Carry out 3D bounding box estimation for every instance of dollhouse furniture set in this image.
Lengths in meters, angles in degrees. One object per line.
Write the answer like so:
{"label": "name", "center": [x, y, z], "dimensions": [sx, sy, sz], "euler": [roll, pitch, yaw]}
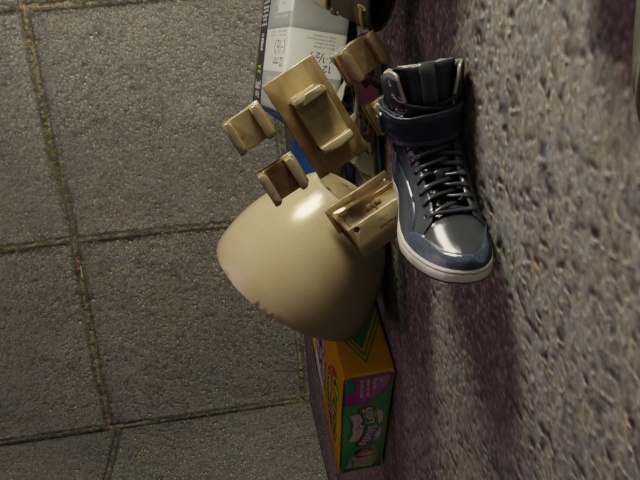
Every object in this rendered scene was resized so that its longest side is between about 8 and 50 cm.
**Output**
{"label": "dollhouse furniture set", "center": [0.019, -0.119, 0.894], "dimensions": [0.242, 0.212, 0.161], "euler": [57, 179, -16]}

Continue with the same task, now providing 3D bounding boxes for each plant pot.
{"label": "plant pot", "center": [0.000, 0.000, 1.118], "dimensions": [0.191, 0.284, 0.284], "euler": [-56, 23, 20]}

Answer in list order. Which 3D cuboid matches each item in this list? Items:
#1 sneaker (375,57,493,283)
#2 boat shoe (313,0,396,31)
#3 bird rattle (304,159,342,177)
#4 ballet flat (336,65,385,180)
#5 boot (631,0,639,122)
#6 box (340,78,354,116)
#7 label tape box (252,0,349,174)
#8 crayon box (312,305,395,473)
{"label": "sneaker", "center": [0.109, -0.079, 0.649], "dimensions": [0.226, 0.086, 0.163], "euler": [-103, 6, -51]}
{"label": "boat shoe", "center": [0.068, -0.338, 0.723], "dimensions": [0.109, 0.091, 0.305], "euler": [-52, -3, -20]}
{"label": "bird rattle", "center": [0.020, -0.166, 1.424], "dimensions": [0.253, 0.143, 0.207], "euler": [-85, 7, -46]}
{"label": "ballet flat", "center": [0.056, -0.182, 1.048], "dimensions": [0.077, 0.079, 0.221], "euler": [-105, 10, -49]}
{"label": "boot", "center": [0.142, -0.158, 0.326], "dimensions": [0.208, 0.076, 0.189], "euler": [-126, 44, -64]}
{"label": "box", "center": [0.031, -0.268, 1.301], "dimensions": [0.059, 0.054, 0.169], "euler": [90, 170, -49]}
{"label": "label tape box", "center": [-0.049, -0.302, 1.265], "dimensions": [0.249, 0.115, 0.347], "euler": [-138, 56, -68]}
{"label": "crayon box", "center": [0.055, 0.247, 1.396], "dimensions": [0.363, 0.106, 0.313], "euler": [90, 171, -46]}
